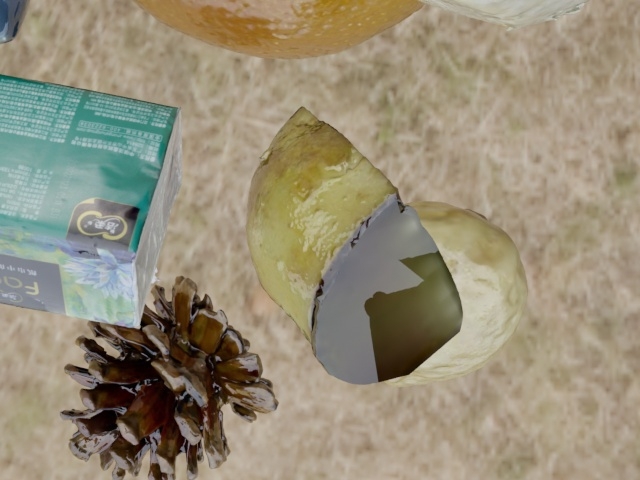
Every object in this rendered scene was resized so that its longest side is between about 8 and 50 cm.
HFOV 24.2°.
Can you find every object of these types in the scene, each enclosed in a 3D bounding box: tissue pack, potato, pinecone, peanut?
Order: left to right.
[{"bbox_3d":[-0.119,-0.013,0.613,0.111,0.085,0.079,10,144,3],"label":"tissue pack"},{"bbox_3d":[-0.143,0.130,1.332,0.195,0.150,0.179,-40,79,11],"label":"pinecone"},{"bbox_3d":[0.000,0.000,0.634,0.066,0.103,0.096,-34,134,-9],"label":"potato"},{"bbox_3d":[0.076,0.044,1.094,0.140,0.109,0.159,26,135,14],"label":"peanut"}]

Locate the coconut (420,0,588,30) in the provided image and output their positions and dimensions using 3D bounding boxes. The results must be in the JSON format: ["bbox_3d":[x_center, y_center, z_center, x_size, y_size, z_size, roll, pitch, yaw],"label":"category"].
[{"bbox_3d":[0.051,-0.157,0.473,0.161,0.161,0.162,22,98,-11],"label":"coconut"}]

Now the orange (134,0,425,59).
[{"bbox_3d":[-0.022,-0.294,1.072,0.322,0.322,0.357,37,156,-22],"label":"orange"}]

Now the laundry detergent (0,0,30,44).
[{"bbox_3d":[-0.202,-0.095,0.628,0.206,0.061,0.096,-26,106,-3],"label":"laundry detergent"}]
